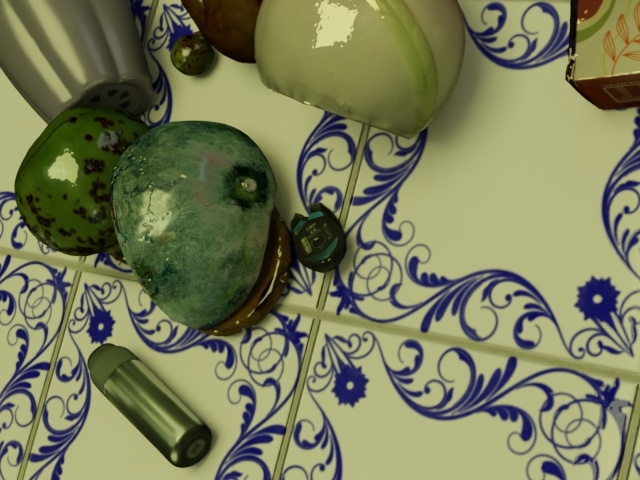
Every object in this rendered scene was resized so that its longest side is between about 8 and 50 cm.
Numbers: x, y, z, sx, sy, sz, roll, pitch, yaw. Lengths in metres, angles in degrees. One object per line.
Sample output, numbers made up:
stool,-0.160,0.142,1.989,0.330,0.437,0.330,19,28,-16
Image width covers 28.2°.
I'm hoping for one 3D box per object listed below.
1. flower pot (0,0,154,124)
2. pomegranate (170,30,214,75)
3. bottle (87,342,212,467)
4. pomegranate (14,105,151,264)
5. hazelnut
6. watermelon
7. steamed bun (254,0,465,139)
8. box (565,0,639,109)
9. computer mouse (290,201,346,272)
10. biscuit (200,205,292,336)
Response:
flower pot,-0.413,-0.307,2.125,0.265,0.265,0.243,-36,69,20
pomegranate,-0.206,-0.311,2.091,0.073,0.073,0.084,16,69,36
bottle,-0.266,0.252,1.950,0.254,0.079,0.096,37,136,35
pomegranate,-0.352,-0.080,2.017,0.254,0.254,0.270,-22,93,27
hazelnut,-0.095,-0.385,1.962,0.251,0.217,0.217,15,84,52
watermelon,-0.180,-0.049,1.862,0.175,0.188,0.322,-22,69,32
steamed bun,0.067,-0.309,1.758,0.309,0.309,0.309,-11,70,31
box,0.514,-0.358,1.585,0.385,0.122,0.344,-3,73,33
computer mouse,0.000,0.000,1.866,0.079,0.047,0.135,-34,47,7
biscuit,-0.133,0.037,1.945,0.226,0.042,0.226,-11,70,33
